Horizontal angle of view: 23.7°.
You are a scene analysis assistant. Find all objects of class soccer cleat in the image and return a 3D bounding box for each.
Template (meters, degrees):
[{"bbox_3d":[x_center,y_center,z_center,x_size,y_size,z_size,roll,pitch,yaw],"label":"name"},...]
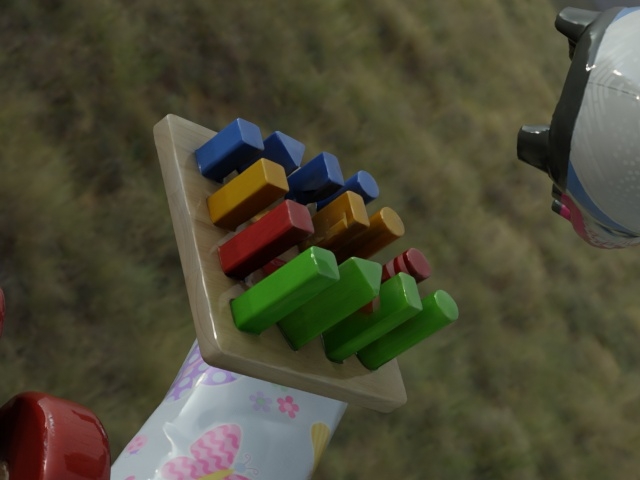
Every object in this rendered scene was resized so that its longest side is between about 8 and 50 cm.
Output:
[{"bbox_3d":[0.189,-0.036,0.752,0.143,0.116,0.331,20,6,15],"label":"soccer cleat"}]

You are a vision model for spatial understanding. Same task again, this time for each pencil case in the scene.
[{"bbox_3d":[-0.060,0.127,0.989,0.124,0.113,0.273,25,46,4],"label":"pencil case"}]

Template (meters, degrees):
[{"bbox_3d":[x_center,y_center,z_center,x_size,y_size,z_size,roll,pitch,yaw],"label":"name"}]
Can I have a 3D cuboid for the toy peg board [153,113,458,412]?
[{"bbox_3d":[0.000,0.000,0.885,0.161,0.079,0.160,21,45,-45],"label":"toy peg board"}]

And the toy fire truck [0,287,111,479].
[{"bbox_3d":[-0.245,0.159,0.740,0.169,0.254,0.302,21,77,-33],"label":"toy fire truck"}]
